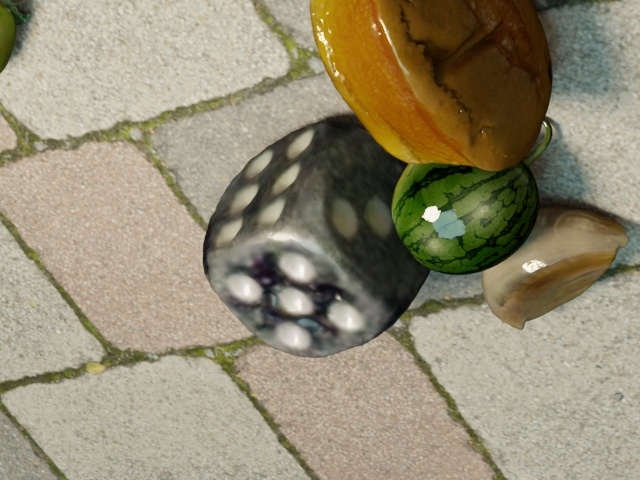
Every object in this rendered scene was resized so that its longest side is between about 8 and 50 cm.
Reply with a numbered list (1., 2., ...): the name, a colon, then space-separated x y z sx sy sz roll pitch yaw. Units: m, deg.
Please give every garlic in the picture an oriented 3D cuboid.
1. garlic: 0.222 0.027 1.941 0.101 0.087 0.195 24 138 -18

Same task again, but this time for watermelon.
1. watermelon: 0.159 -0.050 1.857 0.187 0.141 0.141 -37 113 16

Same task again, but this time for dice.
1. dice: 0.000 0.000 1.945 0.181 0.182 0.183 -22 122 39

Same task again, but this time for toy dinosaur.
1. toy dinosaur: -0.349 -0.247 1.991 0.083 0.021 0.062 -13 139 34

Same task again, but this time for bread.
1. bread: 0.107 -0.181 1.700 0.142 0.195 0.270 -4 136 39

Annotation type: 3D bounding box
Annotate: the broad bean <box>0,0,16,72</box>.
1. broad bean: -0.387 -0.176 2.042 0.075 0.067 0.325 30 149 -3
